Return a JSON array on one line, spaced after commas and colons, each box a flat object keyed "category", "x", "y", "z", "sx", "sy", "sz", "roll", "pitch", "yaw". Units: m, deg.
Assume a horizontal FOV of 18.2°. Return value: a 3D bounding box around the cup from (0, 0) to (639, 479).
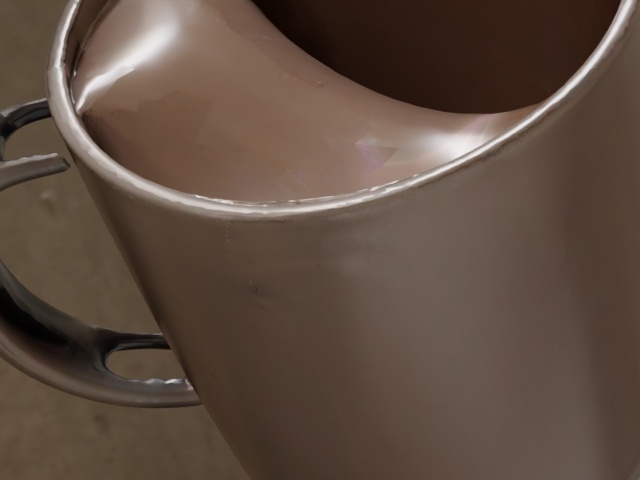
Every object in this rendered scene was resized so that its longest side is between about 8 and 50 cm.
[{"category": "cup", "x": 0.000, "y": 0.000, "z": 0.687, "sx": 0.191, "sy": 0.252, "sz": 0.200, "roll": -97, "pitch": 171, "yaw": -47}]
